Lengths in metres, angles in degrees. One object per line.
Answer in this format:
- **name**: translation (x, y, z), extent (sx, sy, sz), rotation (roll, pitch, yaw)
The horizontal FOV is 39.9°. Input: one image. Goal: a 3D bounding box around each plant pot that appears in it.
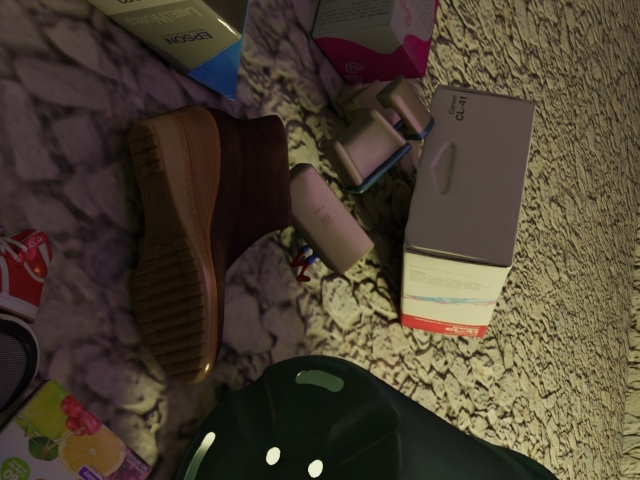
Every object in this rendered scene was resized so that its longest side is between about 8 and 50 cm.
- **plant pot**: translation (0.052, 0.293, 0.850), extent (0.334, 0.341, 0.341), rotation (45, 51, -40)

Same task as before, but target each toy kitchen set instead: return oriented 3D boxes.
- **toy kitchen set**: translation (0.035, -0.082, 1.042), extent (0.207, 0.166, 0.122), rotation (-42, 109, -11)

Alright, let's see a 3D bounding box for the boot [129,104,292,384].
- **boot**: translation (-0.082, -0.004, 0.835), extent (0.207, 0.090, 0.248), rotation (-10, 94, -57)

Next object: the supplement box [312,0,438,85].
- **supplement box**: translation (0.081, -0.319, 1.107), extent (0.111, 0.114, 0.220), rotation (44, 51, -51)

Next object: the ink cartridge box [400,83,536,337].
- **ink cartridge box**: translation (0.182, -0.023, 1.147), extent (0.306, 0.131, 0.226), rotation (83, 18, -70)

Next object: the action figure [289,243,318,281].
- **action figure**: translation (0.000, 0.000, 1.041), extent (0.038, 0.030, 0.115), rotation (61, 38, -30)

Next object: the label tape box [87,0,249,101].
- **label tape box**: translation (-0.121, -0.307, 0.762), extent (0.348, 0.115, 0.249), rotation (30, 63, -54)

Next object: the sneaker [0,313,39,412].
- **sneaker**: translation (-0.235, 0.110, 0.507), extent (0.268, 0.153, 0.101), rotation (-24, 110, -58)

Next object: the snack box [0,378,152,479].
- **snack box**: translation (-0.200, 0.181, 0.606), extent (0.100, 0.037, 0.141), rotation (45, 64, -12)

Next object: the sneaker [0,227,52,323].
- **sneaker**: translation (-0.235, 0.010, 0.621), extent (0.118, 0.042, 0.067), rotation (47, 53, -59)
